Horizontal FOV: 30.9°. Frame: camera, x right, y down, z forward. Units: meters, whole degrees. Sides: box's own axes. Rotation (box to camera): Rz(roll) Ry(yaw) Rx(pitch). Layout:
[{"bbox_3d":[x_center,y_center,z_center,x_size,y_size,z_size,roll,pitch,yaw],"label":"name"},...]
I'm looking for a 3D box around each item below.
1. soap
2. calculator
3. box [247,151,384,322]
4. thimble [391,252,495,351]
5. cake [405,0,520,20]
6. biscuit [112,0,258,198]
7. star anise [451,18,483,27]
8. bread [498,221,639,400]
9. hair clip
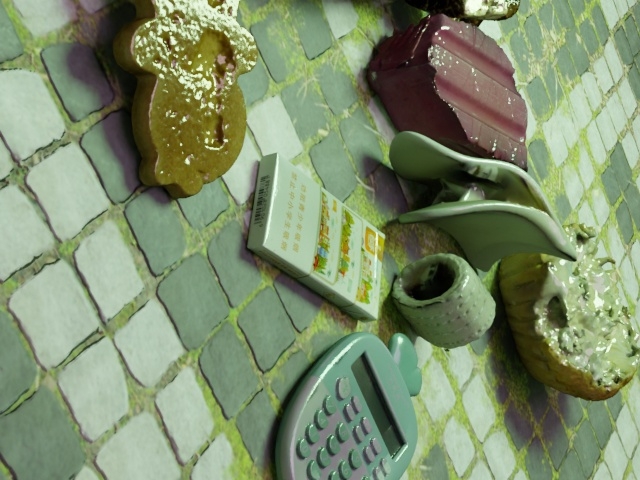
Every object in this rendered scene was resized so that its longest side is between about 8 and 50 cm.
[{"bbox_3d":[0.182,-0.202,1.612,0.289,0.112,0.182,19,63,-51],"label":"soap"},{"bbox_3d":[0.040,0.212,1.336,0.299,0.041,0.185,-45,116,-49],"label":"calculator"},{"bbox_3d":[0.001,0.000,1.360,0.220,0.032,0.122,35,51,-43],"label":"box"},{"bbox_3d":[0.156,0.075,1.481,0.090,0.115,0.102,51,40,-34],"label":"thimble"},{"bbox_3d":[0.223,-0.415,1.588,0.112,0.135,0.246,-4,121,-40],"label":"cake"},{"bbox_3d":[-0.135,-0.168,1.182,0.184,0.035,0.248,-11,101,-49],"label":"biscuit"},{"bbox_3d":[0.204,-0.387,1.731,0.157,0.053,0.212,-31,131,-27],"label":"star anise"},{"bbox_3d":[0.372,0.113,1.748,0.274,0.149,0.274,20,62,-44],"label":"bread"},{"bbox_3d":[0.199,-0.050,1.561,0.282,0.173,0.113,20,71,-38],"label":"hair clip"}]
